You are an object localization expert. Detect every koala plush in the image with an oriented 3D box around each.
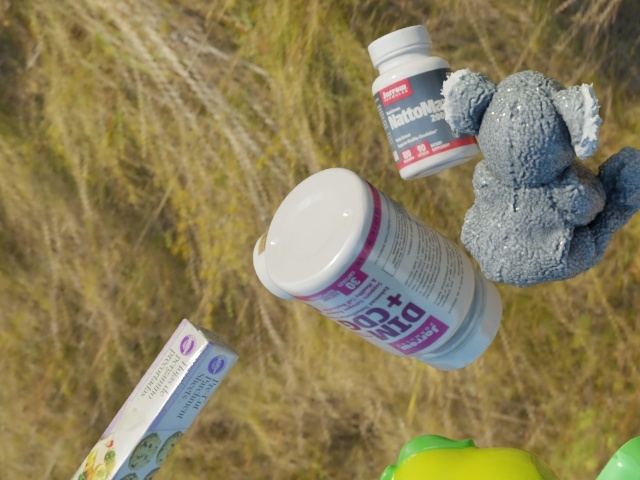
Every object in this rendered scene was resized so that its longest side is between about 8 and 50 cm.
[{"bbox_3d":[0.224,-0.084,1.273,0.196,0.203,0.221,17,145,27],"label":"koala plush"}]

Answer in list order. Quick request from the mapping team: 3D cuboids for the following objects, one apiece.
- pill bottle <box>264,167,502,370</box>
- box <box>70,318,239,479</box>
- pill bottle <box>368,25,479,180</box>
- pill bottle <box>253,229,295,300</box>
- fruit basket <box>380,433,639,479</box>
[{"bbox_3d":[0.083,0.044,1.470,0.160,0.160,0.283,-21,140,39],"label":"pill bottle"},{"bbox_3d":[-0.230,0.253,1.560,0.067,0.324,0.063,33,-176,-47],"label":"box"},{"bbox_3d":[0.126,-0.177,1.574,0.108,0.108,0.180,-23,85,40],"label":"pill bottle"},{"bbox_3d":[0.000,0.000,1.997,0.131,0.131,0.229,36,141,-17],"label":"pill bottle"},{"bbox_3d":[0.247,0.338,1.251,0.392,0.392,0.283,-16,160,36],"label":"fruit basket"}]
